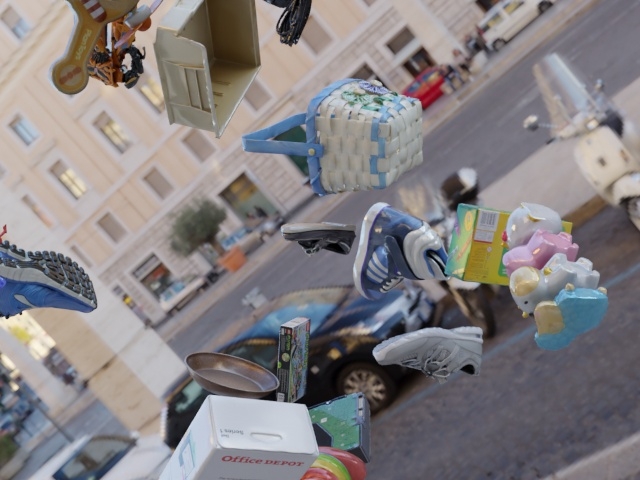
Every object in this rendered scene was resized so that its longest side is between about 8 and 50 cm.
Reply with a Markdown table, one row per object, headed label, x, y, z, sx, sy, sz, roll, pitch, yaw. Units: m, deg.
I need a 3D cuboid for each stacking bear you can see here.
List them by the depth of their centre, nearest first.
| label | x | y | z | sx | sy | sz | roll | pitch | yaw |
| --- | --- | --- | --- | --- | --- | --- | --- | --- | --- |
| stacking bear | -0.004 | 0.527 | 1.822 | 0.175 | 0.164 | 0.289 | -60 | -4 | -2 |

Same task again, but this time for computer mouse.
| label | x | y | z | sx | sy | sz | roll | pitch | yaw |
| --- | --- | --- | --- | --- | --- | --- | --- | --- | --- |
| computer mouse | -0.084 | -0.488 | 1.625 | 0.072 | 0.272 | 0.188 | -5 | -56 | -42 |

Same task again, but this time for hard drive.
| label | x | y | z | sx | sy | sz | roll | pitch | yaw |
| --- | --- | --- | --- | --- | --- | --- | --- | --- | --- |
| hard drive | -0.039 | 0.513 | 2.201 | 0.339 | 0.064 | 0.237 | -22 | 22 | 12 |

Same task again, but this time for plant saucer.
| label | x | y | z | sx | sy | sz | roll | pitch | yaw |
| --- | --- | --- | --- | --- | --- | --- | --- | --- | --- |
| plant saucer | -0.183 | 0.280 | 1.790 | 0.198 | 0.198 | 0.036 | -78 | 4 | -81 |

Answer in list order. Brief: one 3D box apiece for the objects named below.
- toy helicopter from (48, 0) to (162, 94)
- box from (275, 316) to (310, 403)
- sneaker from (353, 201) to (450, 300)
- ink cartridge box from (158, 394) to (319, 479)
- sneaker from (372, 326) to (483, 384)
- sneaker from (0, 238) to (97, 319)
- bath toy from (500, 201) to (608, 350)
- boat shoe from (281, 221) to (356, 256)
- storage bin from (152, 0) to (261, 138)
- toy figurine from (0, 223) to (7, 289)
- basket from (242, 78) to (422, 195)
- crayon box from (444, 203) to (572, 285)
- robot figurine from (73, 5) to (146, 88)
| label | x | y | z | sx | sy | sz | roll | pitch | yaw |
| --- | --- | --- | --- | --- | --- | --- | --- | --- | --- |
| toy helicopter | -0.473 | -0.474 | 1.892 | 0.140 | 0.235 | 0.355 | 27 | 96 | 57 |
| box | -0.069 | 0.307 | 2.254 | 0.036 | 0.207 | 0.114 | 8 | 11 | 23 |
| sneaker | 0.212 | 0.075 | 2.192 | 0.130 | 0.236 | 0.323 | -34 | -38 | -34 |
| ink cartridge box | -0.156 | 0.416 | 1.620 | 0.278 | 0.201 | 0.117 | -59 | 33 | 36 |
| sneaker | 0.238 | 0.244 | 1.838 | 0.281 | 0.115 | 0.105 | -1 | -14 | -31 |
| sneaker | -0.647 | 0.100 | 1.946 | 0.147 | 0.330 | 0.130 | -50 | 40 | 20 |
| bath toy | 0.404 | 0.054 | 1.621 | 0.348 | 0.151 | 0.129 | -92 | 14 | -61 |
| boat shoe | 0.000 | 0.000 | 1.622 | 0.075 | 0.065 | 0.206 | 7 | 5 | 33 |
| storage bin | -0.237 | -0.411 | 1.897 | 0.260 | 0.123 | 0.262 | 88 | -160 | -49 |
| toy figurine | -0.643 | 0.000 | 1.478 | 0.217 | 0.362 | 0.191 | 11 | 71 | 40 |
| basket | 0.033 | -0.196 | 1.633 | 0.289 | 0.201 | 0.255 | 3 | 22 | 26 |
| crayon box | 0.431 | 0.018 | 2.011 | 0.081 | 0.278 | 0.165 | 25 | 106 | 62 |
| robot figurine | -0.535 | -0.512 | 2.192 | 0.085 | 0.211 | 0.291 | -46 | -25 | -48 |
